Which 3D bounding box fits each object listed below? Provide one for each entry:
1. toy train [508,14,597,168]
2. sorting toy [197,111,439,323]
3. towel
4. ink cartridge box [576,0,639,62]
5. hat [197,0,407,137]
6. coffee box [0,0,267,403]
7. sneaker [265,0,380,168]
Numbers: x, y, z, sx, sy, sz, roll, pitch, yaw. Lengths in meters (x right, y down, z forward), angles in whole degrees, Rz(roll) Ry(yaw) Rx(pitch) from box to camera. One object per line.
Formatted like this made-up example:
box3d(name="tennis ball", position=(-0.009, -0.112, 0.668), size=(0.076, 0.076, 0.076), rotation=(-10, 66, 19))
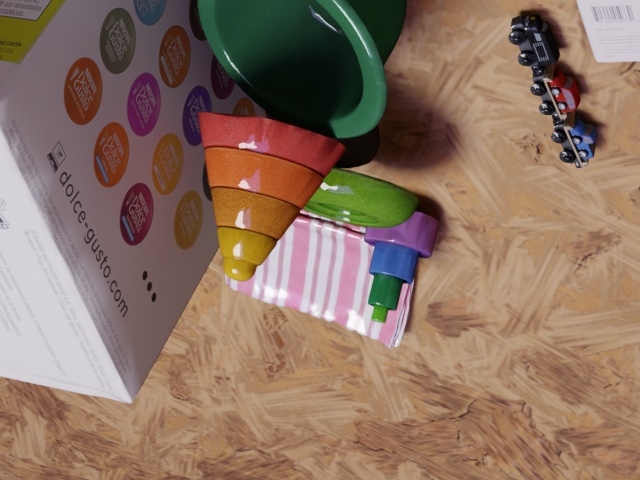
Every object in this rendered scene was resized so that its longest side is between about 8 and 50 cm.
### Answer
box3d(name="toy train", position=(0.196, -0.122, 1.497), size=(0.036, 0.027, 0.158), rotation=(-11, 129, 24))
box3d(name="sorting toy", position=(0.000, 0.000, 1.538), size=(0.127, 0.126, 0.365), rotation=(9, 170, 27))
box3d(name="towel", position=(-0.005, 0.027, 1.779), size=(0.197, 0.029, 0.144), rotation=(18, 140, 11))
box3d(name="ink cartridge box", position=(0.238, -0.226, 1.321), size=(0.115, 0.067, 0.198), rotation=(1, 137, 28))
box3d(name="hat", position=(0.037, -0.198, 1.410), size=(0.208, 0.183, 0.173), rotation=(14, 138, 40))
box3d(name="coffee box", position=(-0.276, -0.120, 1.519), size=(0.338, 0.334, 0.338), rotation=(9, 140, 24))
box3d(name="sneaker", position=(0.007, -0.169, 1.495), size=(0.130, 0.109, 0.286), rotation=(-6, 136, 21))
